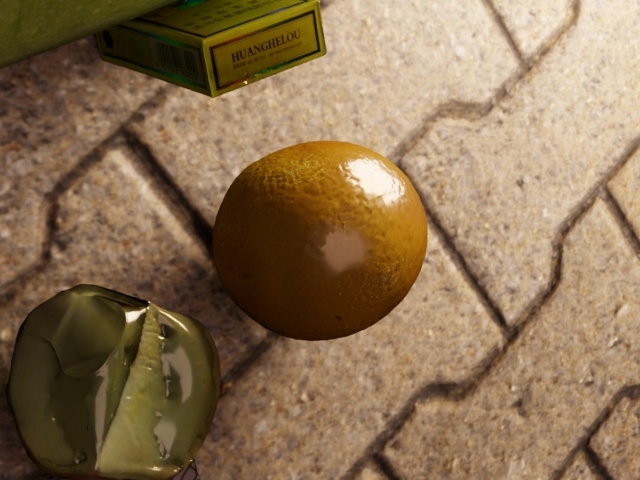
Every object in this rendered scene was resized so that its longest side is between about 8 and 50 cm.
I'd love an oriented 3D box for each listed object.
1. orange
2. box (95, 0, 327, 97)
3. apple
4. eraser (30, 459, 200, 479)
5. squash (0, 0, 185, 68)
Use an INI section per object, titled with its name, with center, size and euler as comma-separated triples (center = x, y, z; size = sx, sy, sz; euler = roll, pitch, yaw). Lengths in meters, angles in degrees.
[orange]
center = 0.000, 0.000, 1.377
size = 0.236, 0.236, 0.236
euler = -2, 93, -33
[box]
center = -0.116, -0.210, 1.289
size = 0.141, 0.220, 0.064
euler = -27, 123, -30
[apple]
center = -0.207, 0.148, 1.272
size = 0.207, 0.174, 0.188
euler = 18, 77, -20
[eraser]
center = -0.228, 0.290, 1.333
size = 0.210, 0.068, 0.124
euler = -16, 103, -31
[squash]
center = -0.235, -0.318, 1.184
size = 0.384, 0.263, 0.263
euler = -26, 106, -29
